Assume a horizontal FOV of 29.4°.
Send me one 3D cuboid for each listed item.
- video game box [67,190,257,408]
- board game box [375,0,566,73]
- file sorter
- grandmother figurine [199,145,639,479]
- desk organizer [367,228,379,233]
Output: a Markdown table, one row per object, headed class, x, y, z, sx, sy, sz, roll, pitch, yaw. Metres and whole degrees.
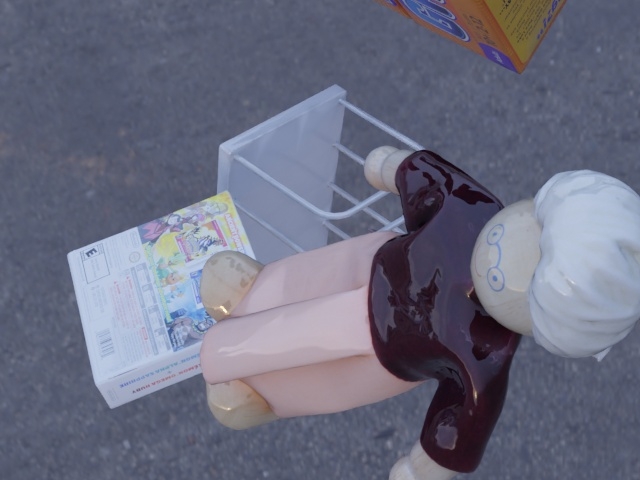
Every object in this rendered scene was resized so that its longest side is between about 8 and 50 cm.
| class | x | y | z | sx | sy | sz | roll | pitch | yaw |
| --- | --- | --- | --- | --- | --- | --- | --- | --- | --- |
| video game box | -0.150 | 0.054 | 1.238 | 0.187 | 0.048 | 0.205 | -23 | 42 | -2 |
| board game box | 0.157 | -0.484 | 1.506 | 0.356 | 0.356 | 0.356 | 32 | 91 | 24 |
| file sorter | 0.000 | 0.000 | 1.448 | 0.173 | 0.278 | 0.193 | 36 | 48 | 28 |
| grandmother figurine | 0.049 | 0.042 | 0.686 | 0.104 | 0.342 | 0.208 | -7 | 80 | -37 |
| desk organizer | 0.115 | 0.033 | 1.696 | 0.047 | 0.050 | 0.130 | 9 | 17 | -46 |
